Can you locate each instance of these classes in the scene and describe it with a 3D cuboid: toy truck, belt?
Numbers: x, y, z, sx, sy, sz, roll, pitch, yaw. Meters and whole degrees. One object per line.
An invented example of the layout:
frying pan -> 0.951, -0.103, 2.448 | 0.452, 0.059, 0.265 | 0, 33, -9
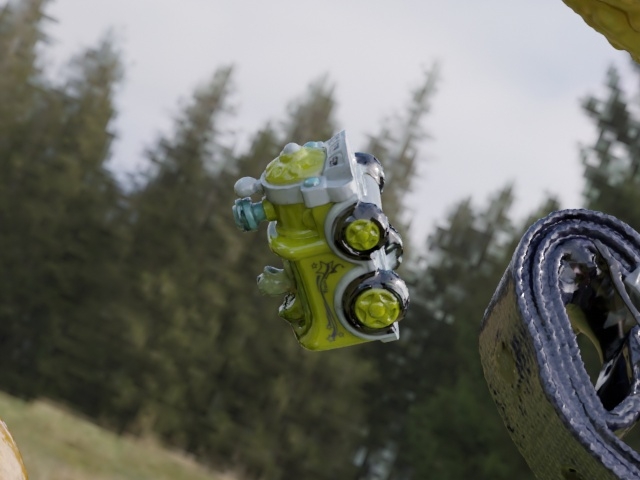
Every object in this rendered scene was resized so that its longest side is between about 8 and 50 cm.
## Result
toy truck -> 0.000, 0.000, 0.940 | 0.077, 0.111, 0.076 | -14, 25, 6
belt -> 0.199, 0.091, 1.215 | 0.230, 0.140, 0.126 | 61, -21, 24

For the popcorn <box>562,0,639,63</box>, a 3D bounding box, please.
popcorn -> 0.252, -0.232, 1.408 | 0.200, 0.226, 0.203 | -10, 5, 10

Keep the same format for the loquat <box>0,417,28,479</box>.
loquat -> -0.382, 0.230, 1.451 | 0.328, 0.328, 0.328 | 23, -6, 3
